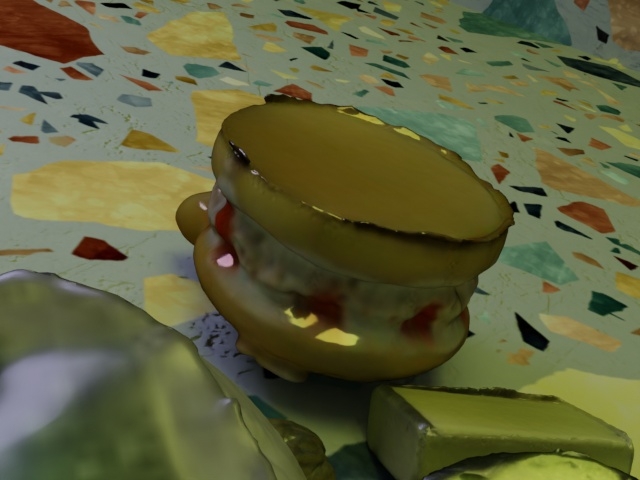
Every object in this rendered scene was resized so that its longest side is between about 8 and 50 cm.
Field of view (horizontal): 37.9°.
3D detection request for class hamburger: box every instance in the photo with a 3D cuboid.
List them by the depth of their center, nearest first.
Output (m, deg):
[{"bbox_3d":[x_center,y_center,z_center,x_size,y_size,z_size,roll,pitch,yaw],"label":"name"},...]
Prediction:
[{"bbox_3d":[0.000,0.000,0.814,0.302,0.186,0.261,32,27,22],"label":"hamburger"}]

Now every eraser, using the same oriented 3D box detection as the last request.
[{"bbox_3d":[0.131,0.153,0.705,0.172,0.058,0.117,7,7,-16],"label":"eraser"}]

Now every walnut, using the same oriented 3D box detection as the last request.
[{"bbox_3d":[-0.035,0.159,0.615,0.092,0.092,0.092,12,27,-6],"label":"walnut"}]

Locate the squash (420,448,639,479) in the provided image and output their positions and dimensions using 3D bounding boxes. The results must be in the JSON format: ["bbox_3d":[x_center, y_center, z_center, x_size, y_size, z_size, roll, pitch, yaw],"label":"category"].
[{"bbox_3d":[0.119,0.235,0.503,0.220,0.133,0.220,-1,42,1],"label":"squash"}]

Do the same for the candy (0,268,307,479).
[{"bbox_3d":[-0.157,0.194,0.359,0.386,0.186,0.427,-11,38,-27],"label":"candy"}]
